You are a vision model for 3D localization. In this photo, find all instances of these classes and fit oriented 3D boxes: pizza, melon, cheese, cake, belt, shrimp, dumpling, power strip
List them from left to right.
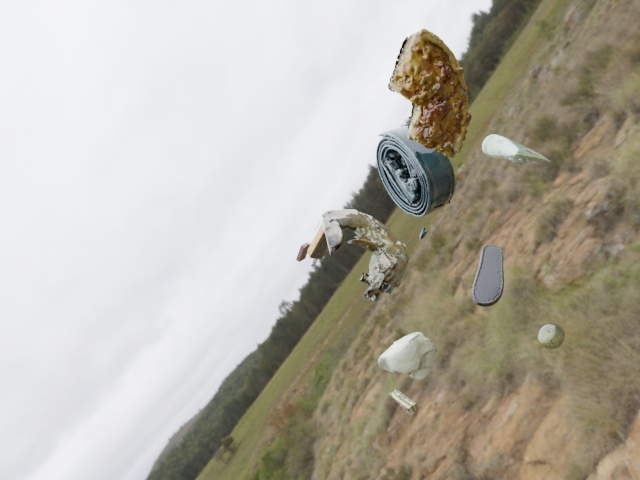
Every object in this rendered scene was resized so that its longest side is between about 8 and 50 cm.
[{"bbox_3d":[0.009,-0.008,2.179,0.163,0.071,0.248,-53,17,33],"label":"cheese"},{"bbox_3d":[0.012,-0.008,1.456,0.049,0.028,0.178,7,-46,-24],"label":"power strip"},{"bbox_3d":[0.104,0.024,1.177,0.085,0.247,0.360,-55,11,28],"label":"shrimp"},{"bbox_3d":[0.359,0.691,2.151,0.051,0.140,0.055,-32,-42,-23],"label":"cake"},{"bbox_3d":[0.236,-0.189,1.306,0.116,0.267,0.206,-23,-27,-19],"label":"belt"},{"bbox_3d":[0.269,0.357,1.478,0.169,0.134,0.100,-40,10,1],"label":"dumpling"},{"bbox_3d":[0.250,-0.308,1.084,0.161,0.305,0.085,-29,34,-3],"label":"pizza"},{"bbox_3d":[0.911,0.379,1.953,0.131,0.098,0.098,-19,-25,-45],"label":"melon"}]

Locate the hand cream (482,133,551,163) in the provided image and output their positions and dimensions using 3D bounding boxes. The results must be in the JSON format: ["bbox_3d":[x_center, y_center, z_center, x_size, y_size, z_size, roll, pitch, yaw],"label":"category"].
[{"bbox_3d":[0.740,-0.349,1.915,0.306,0.147,0.093,-126,47,-67],"label":"hand cream"}]

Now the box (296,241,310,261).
[{"bbox_3d":[-0.079,0.053,2.257,0.051,0.023,0.082,-27,-36,-54],"label":"box"}]

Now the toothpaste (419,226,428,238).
[{"bbox_3d":[0.438,-0.030,2.105,0.019,0.027,0.083,-39,-18,-24],"label":"toothpaste"}]

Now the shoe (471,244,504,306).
[{"bbox_3d":[0.366,0.083,1.077,0.053,0.062,0.159,80,-155,-56],"label":"shoe"}]
